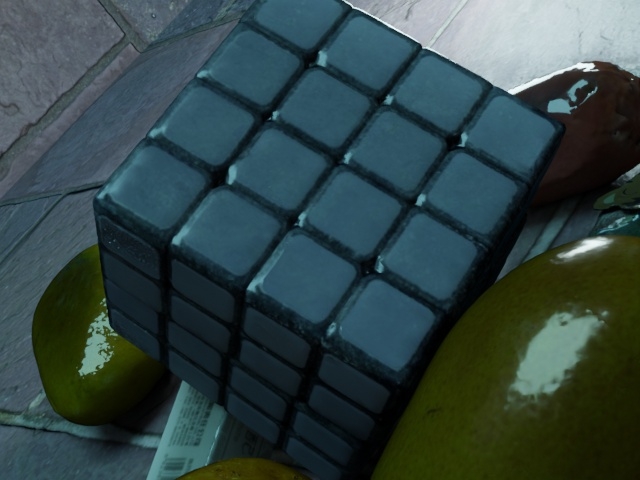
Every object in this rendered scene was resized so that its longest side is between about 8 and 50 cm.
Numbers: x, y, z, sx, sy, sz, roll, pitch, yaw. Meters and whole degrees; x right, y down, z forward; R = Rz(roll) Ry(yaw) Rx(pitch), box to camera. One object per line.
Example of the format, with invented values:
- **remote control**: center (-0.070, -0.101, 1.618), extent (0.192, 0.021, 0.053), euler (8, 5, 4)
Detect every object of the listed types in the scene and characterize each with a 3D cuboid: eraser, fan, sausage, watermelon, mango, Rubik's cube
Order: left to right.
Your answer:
- **mango**: center (-0.321, 0.137, 1.815), extent (0.253, 0.182, 0.365), euler (-31, 24, 15)
- **eraser**: center (-0.099, 0.173, 1.421), extent (0.098, 0.096, 0.404), euler (-8, 51, 40)
- **Rubik's cube**: center (0.000, 0.000, 1.259), extent (0.344, 0.343, 0.337), euler (-54, -10, -25)
- **mango**: center (0.183, 0.165, 1.009), extent (0.378, 0.221, 0.264), euler (-46, 27, 10)
- **sausage**: center (0.274, -0.122, 1.462), extent (0.279, 0.152, 0.152), euler (-18, 31, 42)
- **watermelon**: center (0.316, -0.005, 1.298), extent (0.187, 0.071, 0.139), euler (-37, 19, 5)
- **fan**: center (0.402, -0.086, 1.283), extent (0.226, 0.008, 0.152), euler (-33, 14, -18)

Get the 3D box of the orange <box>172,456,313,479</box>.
- **orange**: center (-0.076, 0.311, 1.088), extent (0.240, 0.240, 0.240), euler (-32, 25, 16)
